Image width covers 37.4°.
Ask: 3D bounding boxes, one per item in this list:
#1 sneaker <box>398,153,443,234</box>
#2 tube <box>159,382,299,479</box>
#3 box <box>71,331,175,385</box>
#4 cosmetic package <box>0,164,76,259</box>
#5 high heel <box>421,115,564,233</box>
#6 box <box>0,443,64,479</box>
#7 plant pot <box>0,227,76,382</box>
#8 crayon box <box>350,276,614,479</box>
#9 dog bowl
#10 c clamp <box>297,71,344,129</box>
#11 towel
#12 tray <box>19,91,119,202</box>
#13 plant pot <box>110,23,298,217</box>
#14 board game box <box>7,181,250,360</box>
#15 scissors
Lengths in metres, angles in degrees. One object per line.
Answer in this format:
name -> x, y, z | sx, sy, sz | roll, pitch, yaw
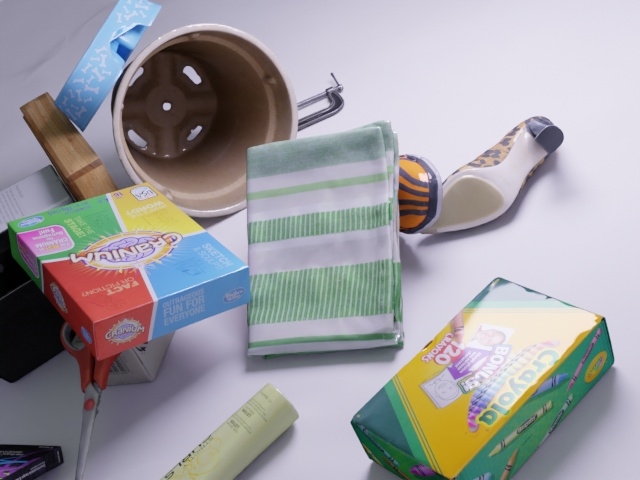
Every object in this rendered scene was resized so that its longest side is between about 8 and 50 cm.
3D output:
sneaker -> 0.039, -0.078, 1.444 | 0.180, 0.125, 0.321 | -1, 8, -29
tube -> -0.133, 0.281, 1.191 | 0.240, 0.062, 0.070 | -41, -3, -15
box -> -0.280, 0.096, 1.489 | 0.113, 0.094, 0.275 | -8, 38, 20
cosmetic package -> -0.510, -0.009, 1.686 | 0.183, 0.151, 0.151 | -31, 38, -11
high heel -> 0.263, -0.097, 1.474 | 0.261, 0.093, 0.186 | -36, 4, 11
box -> -0.444, 0.314, 1.278 | 0.116, 0.029, 0.162 | -3, 5, 22
plant pot -> -0.505, 0.114, 1.533 | 0.187, 0.167, 0.188 | -34, 39, -15
crayon box -> 0.193, 0.177, 1.111 | 0.278, 0.081, 0.165 | -40, 37, -23
dog bowl -> -0.395, -0.339, 1.746 | 0.166, 0.074, 0.297 | -32, 29, 56
c clamp -> -0.018, -0.270, 1.893 | 0.160, 0.022, 0.137 | -27, 39, -7
towel -> 0.000, 0.000, 1.352 | 0.247, 0.038, 0.325 | -8, 73, 23
tray -> -0.455, -0.126, 1.794 | 0.076, 0.203, 0.411 | -33, 35, -12
plant pot -> -0.250, -0.237, 1.761 | 0.333, 0.334, 0.305 | -33, 24, -13
board game box -> -0.286, 0.031, 1.390 | 0.242, 0.064, 0.316 | -20, 37, -31
scissors -> -0.308, 0.208, 1.307 | 0.109, 0.021, 0.297 | -20, 54, 9
